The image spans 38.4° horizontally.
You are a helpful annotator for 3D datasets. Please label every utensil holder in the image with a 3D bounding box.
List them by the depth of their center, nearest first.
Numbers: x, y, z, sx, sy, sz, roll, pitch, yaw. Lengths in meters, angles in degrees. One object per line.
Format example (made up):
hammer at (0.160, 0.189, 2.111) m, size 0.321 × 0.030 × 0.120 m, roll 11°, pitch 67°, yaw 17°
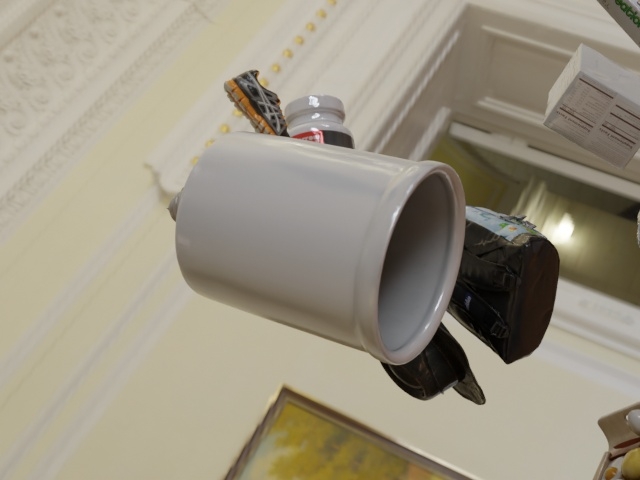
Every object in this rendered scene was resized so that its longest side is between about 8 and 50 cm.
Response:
utensil holder at (0.000, 0.000, 1.525) m, size 0.327 × 0.385 × 0.328 m, roll -34°, pitch -50°, yaw -52°

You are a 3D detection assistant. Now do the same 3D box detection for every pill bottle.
pill bottle at (-0.003, -0.202, 2.538) m, size 0.210 × 0.210 × 0.363 m, roll 51°, pitch -149°, yaw -69°

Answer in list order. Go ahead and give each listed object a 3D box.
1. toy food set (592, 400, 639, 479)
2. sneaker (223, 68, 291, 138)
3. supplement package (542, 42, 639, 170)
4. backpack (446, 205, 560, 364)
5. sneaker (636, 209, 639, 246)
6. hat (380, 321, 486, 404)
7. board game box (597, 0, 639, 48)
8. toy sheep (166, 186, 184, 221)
toy food set at (0.550, 0.428, 1.726) m, size 0.306 × 0.092 × 0.220 m, roll -49°, pitch 3°, yaw -36°
sneaker at (-0.114, -0.275, 1.980) m, size 0.083 × 0.215 × 0.084 m, roll -41°, pitch 12°, yaw -16°
supplement package at (0.628, -0.303, 2.056) m, size 0.145 × 0.204 × 0.262 m, roll -60°, pitch -2°, yaw 29°
backpack at (0.364, 0.060, 2.042) m, size 0.273 × 0.355 × 0.290 m, roll -15°, pitch -63°, yaw -40°
sneaker at (0.710, -0.004, 1.955) m, size 0.211 × 0.080 × 0.081 m, roll 24°, pitch -101°, yaw -54°
hat at (0.200, 0.244, 1.946) m, size 0.134 × 0.331 × 0.331 m, roll -34°, pitch -26°, yaw -8°
board game box at (0.634, -0.353, 1.588) m, size 0.193 × 0.305 × 0.053 m, roll -29°, pitch -15°, yaw -34°
toy sheep at (-0.279, -0.074, 2.005) m, size 0.091 × 0.132 × 0.091 m, roll 9°, pitch -101°, yaw -54°
